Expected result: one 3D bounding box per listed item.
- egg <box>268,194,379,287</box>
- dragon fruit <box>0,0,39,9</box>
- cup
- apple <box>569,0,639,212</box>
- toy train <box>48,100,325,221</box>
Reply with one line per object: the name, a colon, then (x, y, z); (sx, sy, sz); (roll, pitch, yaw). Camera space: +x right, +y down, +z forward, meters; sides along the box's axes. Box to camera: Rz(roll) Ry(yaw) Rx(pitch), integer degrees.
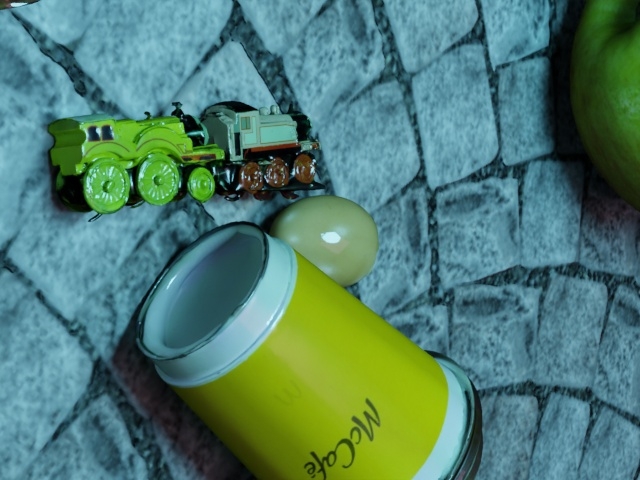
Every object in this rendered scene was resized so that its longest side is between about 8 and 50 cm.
egg: (0.000, 0.000, 1.170); (0.096, 0.080, 0.080); (16, 85, -32)
dragon fruit: (-0.171, -0.282, 0.798); (0.302, 0.296, 0.295); (-29, 116, -43)
cup: (-0.006, 0.119, 1.117); (0.279, 0.196, 0.196); (46, 65, -32)
apple: (0.405, -0.166, 1.380); (0.340, 0.340, 0.339); (-9, 103, -44)
toy train: (-0.093, -0.065, 1.083); (0.250, 0.053, 0.085); (-8, 97, -45)
